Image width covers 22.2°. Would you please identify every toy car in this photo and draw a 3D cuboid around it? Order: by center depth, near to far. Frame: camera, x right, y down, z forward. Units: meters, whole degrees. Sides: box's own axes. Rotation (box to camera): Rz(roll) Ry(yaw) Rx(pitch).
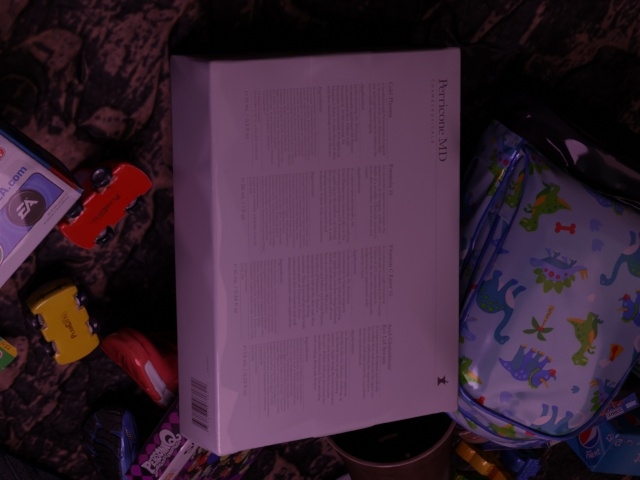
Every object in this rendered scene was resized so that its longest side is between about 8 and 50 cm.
[{"bbox_3d":[-0.291,0.016,1.548,0.225,0.053,0.239,-1,125,-36],"label":"toy car"}]

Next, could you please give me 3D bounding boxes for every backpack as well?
[{"bbox_3d":[0.242,0.048,1.773,0.290,0.273,0.355,28,111,-22],"label":"backpack"}]

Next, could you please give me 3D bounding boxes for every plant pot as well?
[{"bbox_3d":[0.090,0.234,1.935,0.167,0.167,0.165,-29,144,-11],"label":"plant pot"}]

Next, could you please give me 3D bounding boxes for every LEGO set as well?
[{"bbox_3d":[0.236,0.324,2.152,0.227,0.093,0.087,12,117,-41],"label":"LEGO set"}]

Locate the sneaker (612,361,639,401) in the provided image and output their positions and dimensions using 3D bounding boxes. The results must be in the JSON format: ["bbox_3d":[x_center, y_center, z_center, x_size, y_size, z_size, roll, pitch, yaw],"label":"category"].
[{"bbox_3d":[0.334,0.158,2.004,0.083,0.224,0.098,34,112,-7],"label":"sneaker"}]

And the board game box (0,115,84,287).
[{"bbox_3d":[-0.412,-0.022,1.340,0.308,0.086,0.302,-48,123,3],"label":"board game box"}]

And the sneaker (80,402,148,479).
[{"bbox_3d":[-0.202,0.246,1.803,0.087,0.083,0.221,-38,145,-22],"label":"sneaker"}]

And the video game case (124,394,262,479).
[{"bbox_3d":[-0.091,0.180,1.765,0.210,0.042,0.232,-53,161,8],"label":"video game case"}]

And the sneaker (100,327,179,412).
[{"bbox_3d":[-0.147,0.104,1.696,0.128,0.087,0.221,-46,165,-9],"label":"sneaker"}]

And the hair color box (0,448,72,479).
[{"bbox_3d":[-0.369,0.304,1.674,0.174,0.105,0.347,-43,145,4],"label":"hair color box"}]

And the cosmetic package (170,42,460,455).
[{"bbox_3d":[0.000,0.000,1.601,0.284,0.097,0.377,-6,102,-29],"label":"cosmetic package"}]

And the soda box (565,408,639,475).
[{"bbox_3d":[0.445,0.283,2.284,0.210,0.067,0.071,12,118,-40],"label":"soda box"}]

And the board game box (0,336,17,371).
[{"bbox_3d":[-0.428,0.161,1.590,0.259,0.039,0.124,-39,139,3],"label":"board game box"}]

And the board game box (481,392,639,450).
[{"bbox_3d":[0.295,0.223,2.057,0.136,0.035,0.201,-21,179,-19],"label":"board game box"}]

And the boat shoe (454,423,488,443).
[{"bbox_3d":[0.239,0.094,1.952,0.116,0.123,0.324,26,99,-41],"label":"boat shoe"}]

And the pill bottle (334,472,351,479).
[{"bbox_3d":[0.067,0.474,2.078,0.204,0.204,0.361,-17,134,-23],"label":"pill bottle"}]
